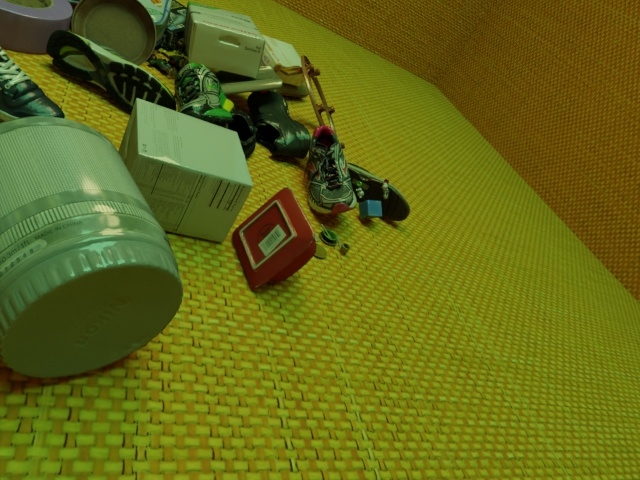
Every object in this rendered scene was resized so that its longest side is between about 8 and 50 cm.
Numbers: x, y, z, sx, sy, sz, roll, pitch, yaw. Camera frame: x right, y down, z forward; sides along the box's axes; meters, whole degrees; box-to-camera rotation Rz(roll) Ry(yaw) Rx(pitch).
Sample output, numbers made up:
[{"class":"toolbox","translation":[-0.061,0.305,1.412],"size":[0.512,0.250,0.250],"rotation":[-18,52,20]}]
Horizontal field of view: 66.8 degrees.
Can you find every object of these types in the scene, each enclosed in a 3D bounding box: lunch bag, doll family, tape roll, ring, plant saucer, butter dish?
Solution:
[{"class":"lunch bag","translation":[-0.560,-0.669,1.347],"size":[0.303,0.115,0.243],"rotation":[13,56,-19]},{"class":"doll family","translation":[-0.423,-0.539,1.426],"size":[0.111,0.076,0.193],"rotation":[36,25,11]},{"class":"tape roll","translation":[-0.730,-0.545,1.117],"size":[0.274,0.090,0.275],"rotation":[24,32,-17]},{"class":"ring","translation":[0.015,-0.400,1.480],"size":[0.336,0.032,0.337],"rotation":[-17,90,-79]},{"class":"plant saucer","translation":[-0.522,-0.530,1.237],"size":[0.198,0.199,0.036],"rotation":[23,-4,-18]},{"class":"butter dish","translation":[-0.070,0.009,0.936],"size":[0.118,0.160,0.160],"rotation":[36,19,-48]}]

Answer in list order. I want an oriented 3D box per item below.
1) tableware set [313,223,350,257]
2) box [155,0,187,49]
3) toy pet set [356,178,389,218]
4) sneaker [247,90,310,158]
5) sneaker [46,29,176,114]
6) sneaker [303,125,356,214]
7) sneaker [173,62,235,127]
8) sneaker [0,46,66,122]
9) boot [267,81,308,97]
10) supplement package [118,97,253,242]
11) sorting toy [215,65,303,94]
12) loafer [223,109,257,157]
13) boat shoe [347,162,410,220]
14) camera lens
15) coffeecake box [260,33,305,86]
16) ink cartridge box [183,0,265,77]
[{"class":"tableware set","translation":[0.000,0.000,1.109],"size":[0.154,0.024,0.104],"rotation":[14,36,-31]},{"class":"box","translation":[-0.531,-0.723,1.572],"size":[0.242,0.077,0.307],"rotation":[31,31,-6]},{"class":"toy pet set","translation":[0.124,-0.116,1.315],"size":[0.065,0.122,0.114],"rotation":[27,59,-71]},{"class":"sneaker","translation":[-0.145,-0.339,1.381],"size":[0.130,0.109,0.286],"rotation":[-11,47,-38]},{"class":"sneaker","translation":[-0.467,-0.390,1.138],"size":[0.299,0.111,0.121],"rotation":[33,22,-10]},{"class":"sneaker","translation":[0.015,-0.178,1.250],"size":[0.120,0.112,0.299],"rotation":[-9,45,-7]},{"class":"sneaker","translation":[-0.287,-0.314,1.100],"size":[0.146,0.134,0.344],"rotation":[61,5,-26]},{"class":"sneaker","translation":[-0.585,-0.322,0.873],"size":[0.282,0.153,0.099],"rotation":[30,31,-6]},{"class":"boot","translation":[-0.185,-0.586,1.710],"size":[0.236,0.089,0.269],"rotation":[51,33,4]},{"class":"supplement package","translation":[-0.262,-0.128,0.911],"size":[0.203,0.149,0.194],"rotation":[13,36,-31]},{"class":"sorting toy","translation":[-0.211,-0.462,1.427],"size":[0.347,0.047,0.196],"rotation":[-10,34,-9]},{"class":"loafer","translation":[-0.205,-0.269,1.222],"size":[0.109,0.095,0.303],"rotation":[25,31,-15]},{"class":"boat shoe","translation":[0.152,-0.153,1.407],"size":[0.257,0.095,0.095],"rotation":[36,24,4]},{"class":"camera lens","translation":[-0.320,-0.001,0.606],"size":[0.219,0.219,0.274],"rotation":[-4,47,-47]},{"class":"coffeecake box","translation":[-0.141,-0.608,1.639],"size":[0.185,0.068,0.142],"rotation":[-11,65,-54]},{"class":"ink cartridge box","translation":[-0.287,-0.588,1.412],"size":[0.198,0.115,0.273],"rotation":[6,34,-22]}]
